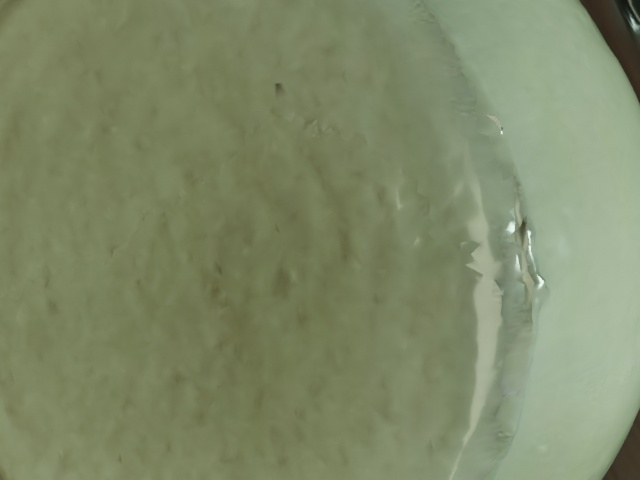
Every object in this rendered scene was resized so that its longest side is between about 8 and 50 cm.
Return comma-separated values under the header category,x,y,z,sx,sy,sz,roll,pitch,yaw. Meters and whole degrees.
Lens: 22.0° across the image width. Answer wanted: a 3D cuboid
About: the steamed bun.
category,x,y,z,sx,sy,sz,roll,pitch,yaw
steamed bun,0.000,0.000,0.504,0.232,0.145,0.232,3,96,32
